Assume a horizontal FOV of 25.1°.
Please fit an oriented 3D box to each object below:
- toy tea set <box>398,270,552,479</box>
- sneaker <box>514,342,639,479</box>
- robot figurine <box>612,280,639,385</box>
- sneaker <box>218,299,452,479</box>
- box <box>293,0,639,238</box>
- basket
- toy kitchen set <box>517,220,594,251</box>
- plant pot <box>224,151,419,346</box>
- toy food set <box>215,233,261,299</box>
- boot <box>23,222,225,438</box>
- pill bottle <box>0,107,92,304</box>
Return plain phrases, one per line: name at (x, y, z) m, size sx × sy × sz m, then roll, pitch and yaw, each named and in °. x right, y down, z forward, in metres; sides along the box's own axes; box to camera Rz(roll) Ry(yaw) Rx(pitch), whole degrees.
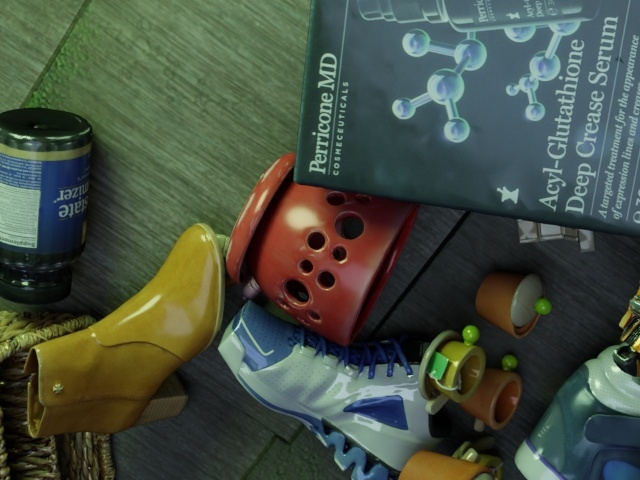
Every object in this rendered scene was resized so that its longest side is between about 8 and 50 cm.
toy tea set at (0.201, 0.201, 1.670) m, size 0.124 × 0.200 × 0.336 m, roll 20°, pitch 111°, yaw 34°
sneaker at (0.413, 0.257, 1.694) m, size 0.323 × 0.130 × 0.236 m, roll 36°, pitch 103°, yaw -14°
robot figurine at (0.431, 0.064, 1.546) m, size 0.085 × 0.291 × 0.211 m, roll 37°, pitch 118°, yaw 37°
sneaker at (0.044, 0.158, 1.739) m, size 0.315 × 0.127 × 0.182 m, roll 42°, pitch 108°, yaw -13°
box at (0.192, -0.196, 1.525) m, size 0.396 × 0.212 × 0.293 m, roll 9°, pitch 112°, yaw 8°
basket at (-0.398, 0.251, 1.796) m, size 0.223 × 0.213 × 0.299 m, roll 4°, pitch 111°, yaw 10°
toy kitchen set at (0.266, -0.027, 1.644) m, size 0.083 × 0.075 × 0.068 m, roll -7°, pitch 107°, yaw 9°
plant pot at (0.000, 0.000, 1.650) m, size 0.174 × 0.191 × 0.191 m, roll 28°, pitch 113°, yaw 9°
toy food set at (-0.101, 0.036, 1.766) m, size 0.122 × 0.019 × 0.077 m, roll 9°, pitch 111°, yaw 7°
boot at (-0.241, 0.115, 1.724) m, size 0.211 × 0.104 × 0.295 m, roll -3°, pitch 123°, yaw -34°
pill bottle at (-0.341, -0.040, 1.729) m, size 0.123 × 0.123 × 0.219 m, roll 10°, pitch 112°, yaw 7°
